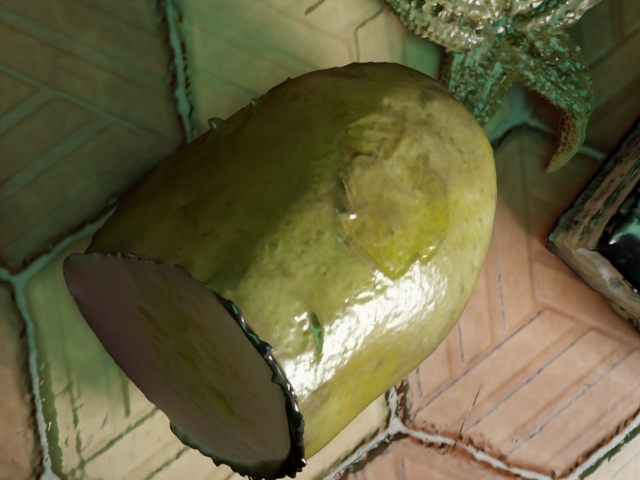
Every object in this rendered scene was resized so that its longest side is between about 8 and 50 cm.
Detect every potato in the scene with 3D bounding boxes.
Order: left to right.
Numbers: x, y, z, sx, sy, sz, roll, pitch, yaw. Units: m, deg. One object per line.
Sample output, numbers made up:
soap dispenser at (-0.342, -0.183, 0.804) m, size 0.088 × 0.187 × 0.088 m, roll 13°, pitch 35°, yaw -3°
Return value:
potato at (0.000, 0.000, 0.796) m, size 0.266 × 0.229 × 0.229 m, roll -41°, pitch 103°, yaw -25°

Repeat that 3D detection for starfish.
starfish at (0.129, -0.164, 0.890) m, size 0.277 × 0.062 × 0.236 m, roll -44°, pitch 98°, yaw -4°

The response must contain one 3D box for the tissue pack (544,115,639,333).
tissue pack at (0.358, -0.045, 0.917) m, size 0.245 × 0.123 × 0.332 m, roll 40°, pitch 83°, yaw -12°
